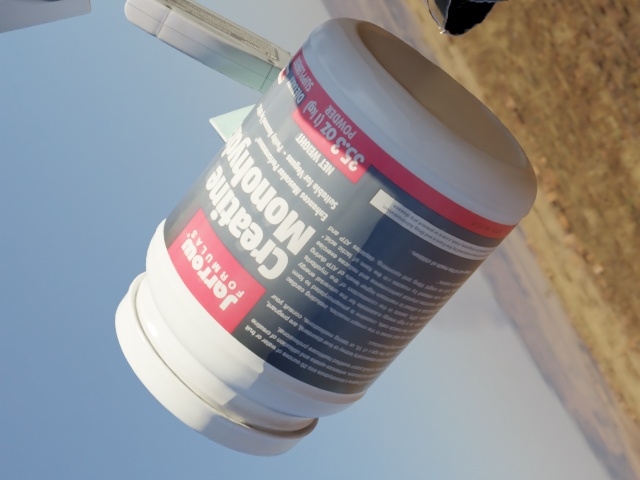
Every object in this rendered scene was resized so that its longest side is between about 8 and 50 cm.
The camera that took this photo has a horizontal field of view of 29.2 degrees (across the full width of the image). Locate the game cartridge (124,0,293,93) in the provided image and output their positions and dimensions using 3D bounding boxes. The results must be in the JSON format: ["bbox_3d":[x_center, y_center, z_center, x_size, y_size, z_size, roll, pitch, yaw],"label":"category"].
[{"bbox_3d":[-0.165,-0.314,1.923,0.297,0.062,0.198,27,-160,-13],"label":"game cartridge"}]

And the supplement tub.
[{"bbox_3d":[0.000,0.000,0.864,0.191,0.272,0.191,35,-160,-14],"label":"supplement tub"}]

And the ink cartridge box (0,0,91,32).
[{"bbox_3d":[-0.298,-0.367,1.468,0.296,0.261,0.066,108,144,-72],"label":"ink cartridge box"}]

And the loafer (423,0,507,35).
[{"bbox_3d":[0.218,-0.348,1.444,0.366,0.134,0.130,133,123,-72],"label":"loafer"}]

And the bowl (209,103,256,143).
[{"bbox_3d":[-0.012,-0.099,1.830,0.311,0.163,0.311,54,178,3],"label":"bowl"}]
